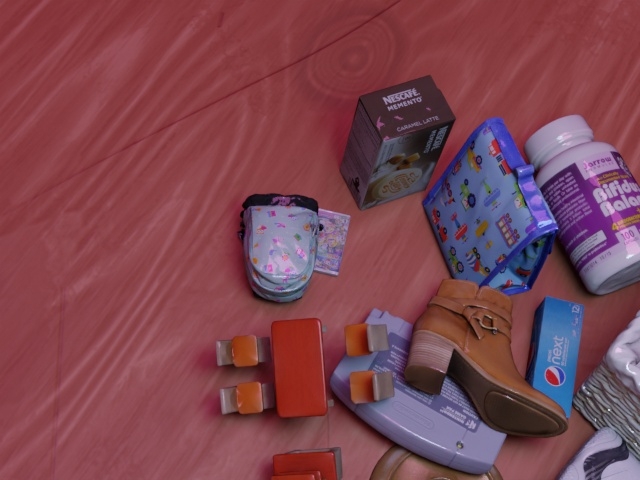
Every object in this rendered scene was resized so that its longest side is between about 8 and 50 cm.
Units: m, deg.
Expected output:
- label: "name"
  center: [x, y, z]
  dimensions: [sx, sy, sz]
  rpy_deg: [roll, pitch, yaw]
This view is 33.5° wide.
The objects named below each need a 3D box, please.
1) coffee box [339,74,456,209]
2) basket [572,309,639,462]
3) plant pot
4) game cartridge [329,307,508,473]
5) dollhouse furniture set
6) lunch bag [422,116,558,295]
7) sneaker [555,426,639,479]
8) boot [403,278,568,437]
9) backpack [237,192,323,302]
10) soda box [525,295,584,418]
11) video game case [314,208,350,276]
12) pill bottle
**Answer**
- label: "coffee box"
  center: [0.130, -0.166, 1.858]
  dimensions: [0.141, 0.246, 0.098]
  rpy_deg: [-19, 68, -17]
- label: "basket"
  center: [0.635, 0.230, 1.719]
  dimensions: [0.331, 0.266, 0.328]
  rpy_deg: [44, 66, 13]
- label: "plant pot"
  center: [0.192, 0.418, 1.696]
  dimensions: [0.236, 0.032, 0.236]
  rpy_deg: [3, 63, -6]
- label: "game cartridge"
  center: [0.171, 0.251, 1.742]
  dimensions: [0.294, 0.060, 0.196]
  rpy_deg: [29, 46, 8]
- label: "dollhouse furniture set"
  center: [-0.028, 0.250, 1.639]
  dimensions: [0.262, 0.135, 0.259]
  rpy_deg: [-7, 84, 17]
- label: "lunch bag"
  center: [0.297, -0.053, 1.798]
  dimensions: [0.138, 0.293, 0.221]
  rpy_deg: [-14, 67, -14]
- label: "sneaker"
  center: [0.419, 0.476, 1.637]
  dimensions: [0.210, 0.137, 0.366]
  rpy_deg: [38, 62, 15]
- label: "boot"
  center: [0.287, 0.188, 1.740]
  dimensions: [0.283, 0.109, 0.220]
  rpy_deg: [20, 45, 9]
- label: "backpack"
  center: [-0.072, 0.012, 1.808]
  dimensions: [0.152, 0.115, 0.182]
  rpy_deg: [0, 64, 1]
- label: "soda box"
  center: [0.394, 0.206, 1.809]
  dimensions: [0.071, 0.067, 0.210]
  rpy_deg: [15, 62, 0]
- label: "video game case"
  center: [0.000, 0.000, 1.890]
  dimensions: [0.087, 0.011, 0.122]
  rpy_deg: [13, 63, -1]
- label: "pill bottle"
  center: [0.487, -0.069, 1.902]
  dimensions: [0.169, 0.169, 0.301]
  rpy_deg: [-19, 68, -16]
